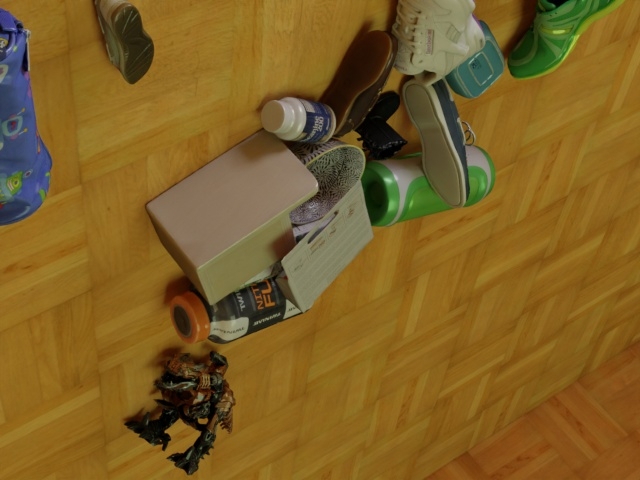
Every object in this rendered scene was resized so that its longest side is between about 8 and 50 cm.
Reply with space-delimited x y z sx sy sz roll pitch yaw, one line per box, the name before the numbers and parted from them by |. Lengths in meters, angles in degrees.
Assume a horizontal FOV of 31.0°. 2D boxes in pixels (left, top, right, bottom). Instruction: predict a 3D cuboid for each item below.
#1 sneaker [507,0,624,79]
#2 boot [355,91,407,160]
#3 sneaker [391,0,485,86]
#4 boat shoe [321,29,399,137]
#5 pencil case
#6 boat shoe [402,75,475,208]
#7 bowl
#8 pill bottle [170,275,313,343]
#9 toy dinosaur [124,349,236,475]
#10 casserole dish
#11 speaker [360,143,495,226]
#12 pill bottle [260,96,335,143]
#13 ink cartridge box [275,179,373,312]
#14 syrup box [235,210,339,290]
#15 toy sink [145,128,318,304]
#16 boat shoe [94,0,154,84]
sneaker | 0.415 -0.402 2.022 0.123 0.109 0.295 18 138 -24
boot | 0.109 -0.191 1.941 0.121 0.099 0.045 -27 150 -25
sneaker | 0.168 -0.335 1.795 0.152 0.114 0.305 -43 152 1
boat shoe | 0.066 -0.251 1.840 0.073 0.073 0.207 -9 146 -47
pencil case | -0.391 -0.149 1.358 0.133 0.119 0.306 -14 146 -14
boat shoe | 0.215 -0.179 2.016 0.079 0.095 0.254 -38 113 -35
bowl | -0.016 -0.115 1.914 0.170 0.080 0.170 -31 150 -20
pill bottle | -0.139 0.102 2.014 0.245 0.130 0.130 -20 145 -34
toy dinosaur | -0.231 0.325 2.213 0.218 0.164 0.322 -54 132 -10
casserole dish | 0.274 -0.313 2.043 0.114 0.037 0.188 -44 151 3
speaker | 0.190 -0.105 2.138 0.296 0.131 0.131 -14 142 -41
pill bottle | -0.036 -0.188 1.801 0.120 0.067 0.067 2 130 -52
ink cartridge box | 0.000 0.000 1.888 0.189 0.066 0.232 -47 154 -12
syrup box | -0.079 -0.006 1.972 0.237 0.096 0.093 -21 147 -37
toy sink | -0.128 -0.037 1.813 0.234 0.153 0.131 -36 152 -13
boat shoe | -0.252 -0.258 1.470 0.056 0.048 0.153 -47 161 -15
